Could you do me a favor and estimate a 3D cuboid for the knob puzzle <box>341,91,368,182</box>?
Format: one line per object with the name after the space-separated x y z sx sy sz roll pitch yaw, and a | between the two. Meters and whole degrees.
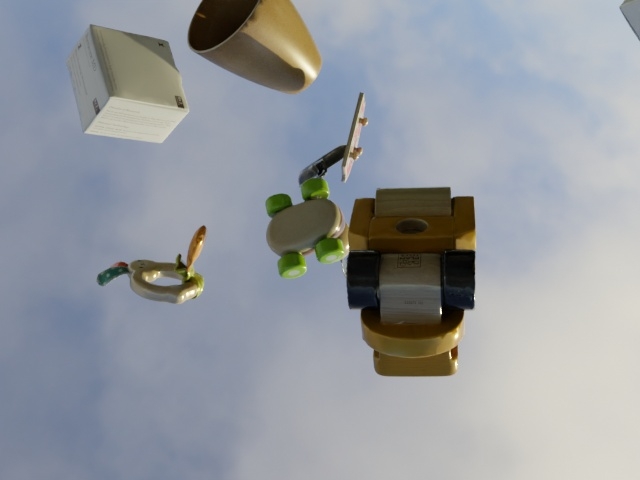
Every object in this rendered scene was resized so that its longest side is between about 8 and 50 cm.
0.082 -0.219 2.098 0.030 0.213 0.213 13 -151 5 | knob puzzle

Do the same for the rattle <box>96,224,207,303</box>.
-0.304 0.028 1.666 0.200 0.142 0.130 21 -137 26 | rattle

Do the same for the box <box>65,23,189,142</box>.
-0.376 -0.301 1.828 0.182 0.119 0.180 4 -123 -42 | box

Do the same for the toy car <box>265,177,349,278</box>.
0.000 0.000 1.752 0.188 0.149 0.155 37 -145 -57 | toy car

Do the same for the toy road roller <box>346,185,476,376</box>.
0.152 0.075 1.540 0.203 0.240 0.329 0 -149 8 | toy road roller

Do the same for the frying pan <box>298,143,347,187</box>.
-0.012 -0.189 2.551 0.053 0.197 0.326 57 -148 -3 | frying pan

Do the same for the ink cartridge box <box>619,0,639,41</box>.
0.869 -0.610 2.168 0.131 0.226 0.306 50 -118 -17 | ink cartridge box

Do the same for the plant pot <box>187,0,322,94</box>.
-0.119 -0.441 2.068 0.254 0.237 0.237 34 -160 -38 | plant pot
